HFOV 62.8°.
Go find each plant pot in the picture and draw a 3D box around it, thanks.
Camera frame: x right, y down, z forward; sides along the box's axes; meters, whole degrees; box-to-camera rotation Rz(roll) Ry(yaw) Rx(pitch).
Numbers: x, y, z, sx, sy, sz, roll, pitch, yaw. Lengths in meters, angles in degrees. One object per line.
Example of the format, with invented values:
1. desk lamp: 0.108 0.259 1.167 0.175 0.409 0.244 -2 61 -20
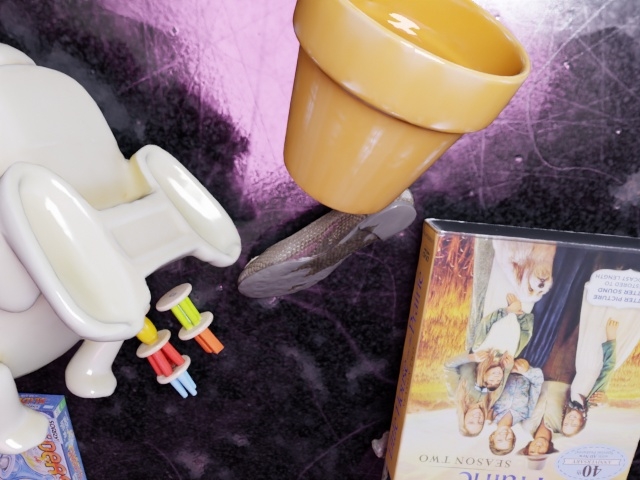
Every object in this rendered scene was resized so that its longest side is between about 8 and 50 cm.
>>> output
1. plant pot: 0.053 -0.134 0.498 0.205 0.205 0.188 24 131 -7

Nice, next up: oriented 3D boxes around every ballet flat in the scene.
1. ballet flat: 0.000 0.000 0.636 0.249 0.058 0.084 -31 145 23

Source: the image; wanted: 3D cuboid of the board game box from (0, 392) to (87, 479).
1. board game box: -0.461 0.331 0.839 0.136 0.035 0.202 1 116 4

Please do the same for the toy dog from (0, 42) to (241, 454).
1. toy dog: -0.366 0.038 0.559 0.407 0.285 0.395 -37 102 21

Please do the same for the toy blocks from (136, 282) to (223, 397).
1. toy blocks: -0.188 0.144 0.716 0.123 0.054 0.148 -24 112 15

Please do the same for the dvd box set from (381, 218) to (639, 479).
1. dvd box set: 0.248 0.193 0.653 0.307 0.062 0.421 6 107 -4

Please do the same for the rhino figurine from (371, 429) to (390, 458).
1. rhino figurine: 0.198 0.319 0.763 0.243 0.073 0.106 37 116 -15
